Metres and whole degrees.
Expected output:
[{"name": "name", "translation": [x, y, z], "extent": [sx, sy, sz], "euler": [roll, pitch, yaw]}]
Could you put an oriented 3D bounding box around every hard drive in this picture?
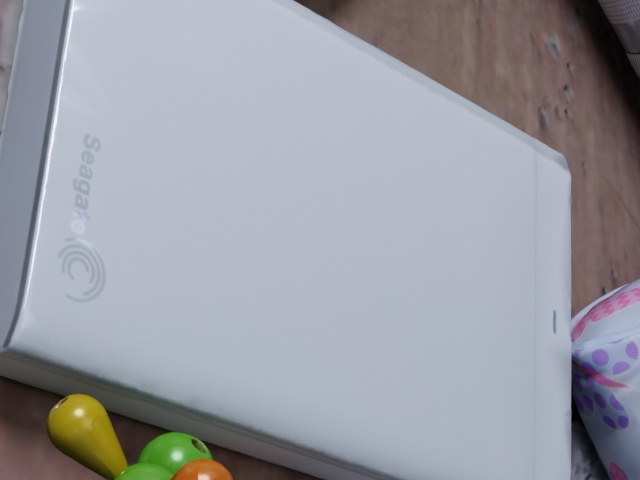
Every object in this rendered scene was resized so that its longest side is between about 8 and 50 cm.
[{"name": "hard drive", "translation": [0.000, 0.000, 0.678], "extent": [0.307, 0.040, 0.203], "euler": [24, 59, -37]}]

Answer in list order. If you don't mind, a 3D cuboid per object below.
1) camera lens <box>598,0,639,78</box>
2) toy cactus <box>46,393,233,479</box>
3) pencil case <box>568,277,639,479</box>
[{"name": "camera lens", "translation": [0.247, -0.205, 0.870], "extent": [0.219, 0.219, 0.274], "euler": [-40, 104, -45]}, {"name": "toy cactus", "translation": [-0.051, 0.158, 0.535], "extent": [0.219, 0.112, 0.181], "euler": [28, 66, -45]}, {"name": "pencil case", "translation": [0.226, 0.141, 0.793], "extent": [0.124, 0.113, 0.273], "euler": [-30, 96, -31]}]
